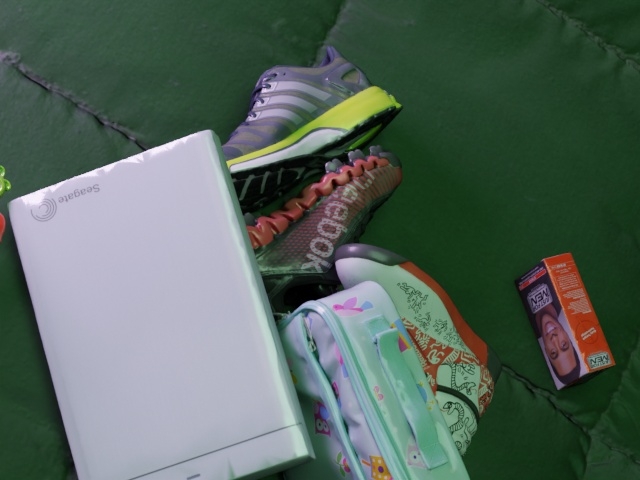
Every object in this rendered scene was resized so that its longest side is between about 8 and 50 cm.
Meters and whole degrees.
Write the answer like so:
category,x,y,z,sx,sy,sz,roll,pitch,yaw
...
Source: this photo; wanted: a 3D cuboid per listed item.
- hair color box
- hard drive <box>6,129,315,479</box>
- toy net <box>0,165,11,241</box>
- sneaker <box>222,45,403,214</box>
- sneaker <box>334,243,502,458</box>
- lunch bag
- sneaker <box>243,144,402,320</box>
category,x,y,z,sx,sy,sz,roll,pitch,yaw
hair color box,0.281,0.094,2.050,0.043,0.072,0.141,-13,74,-28
hard drive,-0.166,0.088,1.803,0.233,0.047,0.353,-19,74,7
toy net,-0.394,0.020,1.804,0.122,0.045,0.232,18,64,-18
sneaker,-0.053,-0.123,1.990,0.300,0.111,0.121,-27,71,-36
sneaker,0.091,0.129,1.894,0.270,0.090,0.145,45,57,-36
lunch bag,0.035,0.187,1.813,0.108,0.224,0.279,-19,78,-29
sneaker,0.000,0.000,1.952,0.276,0.097,0.135,-34,84,-29
